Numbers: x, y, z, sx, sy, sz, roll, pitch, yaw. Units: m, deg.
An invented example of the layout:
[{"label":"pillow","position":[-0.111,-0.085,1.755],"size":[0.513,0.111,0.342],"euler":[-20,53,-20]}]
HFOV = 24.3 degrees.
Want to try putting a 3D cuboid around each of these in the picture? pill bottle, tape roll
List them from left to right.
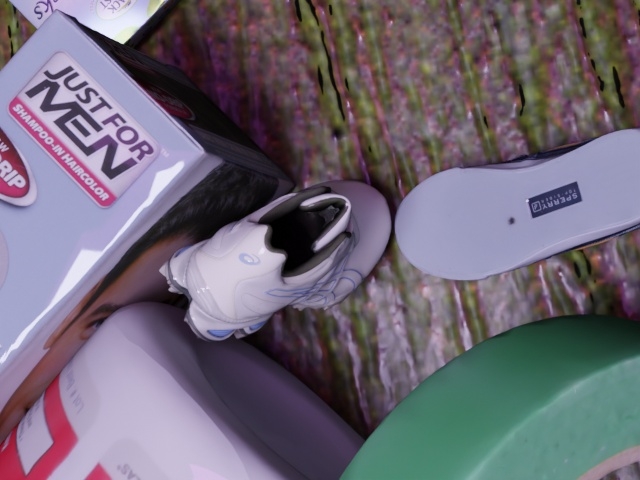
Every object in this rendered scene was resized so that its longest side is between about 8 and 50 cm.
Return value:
[{"label":"pill bottle","position":[-0.142,0.251,0.797],"size":[0.229,0.229,0.407],"euler":[42,97,10]},{"label":"tape roll","position":[0.132,0.199,0.715],"size":[0.321,0.077,0.321],"euler":[-6,102,-31]}]

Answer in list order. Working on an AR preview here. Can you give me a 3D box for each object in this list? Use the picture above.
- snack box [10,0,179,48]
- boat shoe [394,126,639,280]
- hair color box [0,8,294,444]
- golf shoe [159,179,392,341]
[{"label":"snack box","position":[-0.151,-0.181,0.899],"size":[0.100,0.037,0.141],"euler":[-44,90,9]},{"label":"boat shoe","position":[0.135,-0.019,0.834],"size":[0.183,0.083,0.065],"euler":[-14,84,38]},{"label":"hair color box","position":[-0.198,0.059,0.836],"size":[0.113,0.185,0.374],"euler":[44,97,11]},{"label":"golf shoe","position":[0.000,0.000,0.800],"size":[0.086,0.176,0.069],"euler":[-34,87,40]}]
